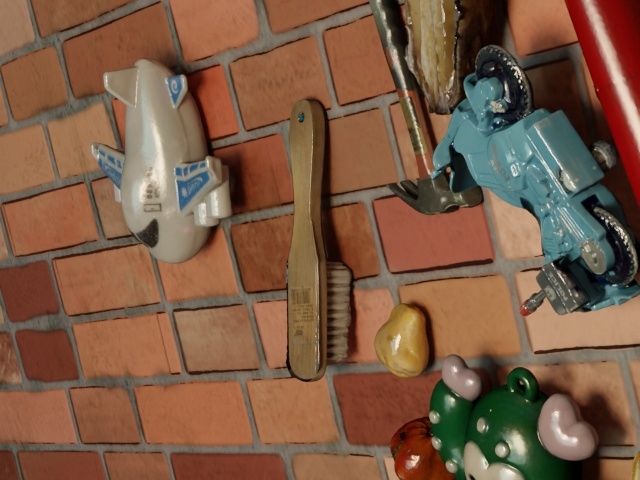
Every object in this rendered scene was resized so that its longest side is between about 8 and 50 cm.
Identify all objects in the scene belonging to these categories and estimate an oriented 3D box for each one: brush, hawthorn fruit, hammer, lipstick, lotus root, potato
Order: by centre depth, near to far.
[{"bbox_3d":[0.280,-0.150,1.474,0.073,0.073,0.280,-23,85,52],"label":"lipstick"},{"bbox_3d":[0.134,-0.285,1.611,0.167,0.078,0.330,-138,41,-66],"label":"lotus root"},{"bbox_3d":[0.092,-0.165,1.735,0.111,0.033,0.288,-13,92,52],"label":"hammer"},{"bbox_3d":[0.116,0.244,1.813,0.093,0.093,0.093,22,119,46],"label":"hawthorn fruit"},{"bbox_3d":[0.093,0.112,1.817,0.068,0.062,0.083,24,100,28],"label":"potato"},{"bbox_3d":[0.000,0.000,1.897,0.070,0.065,0.328,4,97,57],"label":"brush"}]

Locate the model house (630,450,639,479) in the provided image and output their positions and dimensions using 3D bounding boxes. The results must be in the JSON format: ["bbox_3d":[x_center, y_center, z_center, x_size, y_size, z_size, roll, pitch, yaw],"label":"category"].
[{"bbox_3d":[0.393,0.317,1.442,0.244,0.169,0.326,-23,80,60],"label":"model house"}]

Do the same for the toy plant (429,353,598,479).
[{"bbox_3d":[0.205,0.234,1.672,0.232,0.112,0.243,-1,108,53],"label":"toy plant"}]

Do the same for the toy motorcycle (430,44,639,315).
[{"bbox_3d":[0.206,-0.047,1.556,0.272,0.123,0.182,59,156,10],"label":"toy motorcycle"}]

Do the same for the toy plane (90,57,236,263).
[{"bbox_3d":[-0.202,-0.098,2.056,0.267,0.122,0.267,26,125,44],"label":"toy plane"}]
